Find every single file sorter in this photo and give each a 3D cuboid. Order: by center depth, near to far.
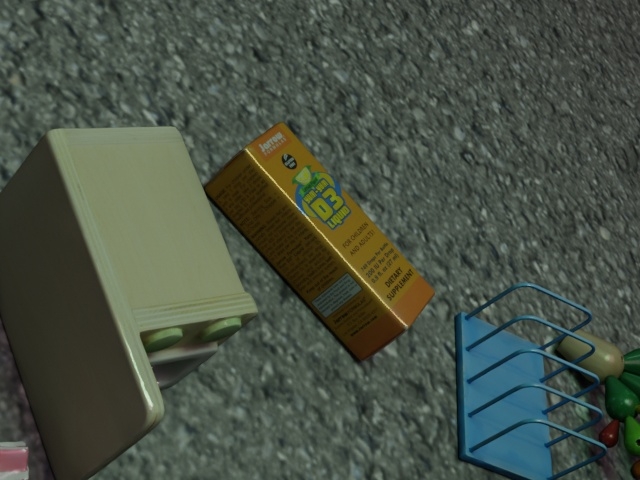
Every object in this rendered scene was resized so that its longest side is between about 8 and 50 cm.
[{"bbox_3d":[0.218,0.147,1.147,0.118,0.104,0.170,24,49,-25],"label":"file sorter"}]

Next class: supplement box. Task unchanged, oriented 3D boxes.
[{"bbox_3d":[0.000,0.000,1.088,0.233,0.080,0.078,46,41,-1],"label":"supplement box"}]

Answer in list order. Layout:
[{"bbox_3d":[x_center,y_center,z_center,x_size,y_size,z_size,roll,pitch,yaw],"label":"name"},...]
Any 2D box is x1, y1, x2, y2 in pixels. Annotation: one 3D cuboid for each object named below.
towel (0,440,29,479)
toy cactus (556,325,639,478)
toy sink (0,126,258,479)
[{"bbox_3d":[-0.257,0.229,0.748,0.144,0.029,0.197,7,57,-36],"label":"towel"},{"bbox_3d":[0.350,0.167,1.267,0.180,0.112,0.219,36,44,12],"label":"toy cactus"},{"bbox_3d":[-0.152,0.049,0.872,0.131,0.153,0.234,-7,65,-43],"label":"toy sink"}]
